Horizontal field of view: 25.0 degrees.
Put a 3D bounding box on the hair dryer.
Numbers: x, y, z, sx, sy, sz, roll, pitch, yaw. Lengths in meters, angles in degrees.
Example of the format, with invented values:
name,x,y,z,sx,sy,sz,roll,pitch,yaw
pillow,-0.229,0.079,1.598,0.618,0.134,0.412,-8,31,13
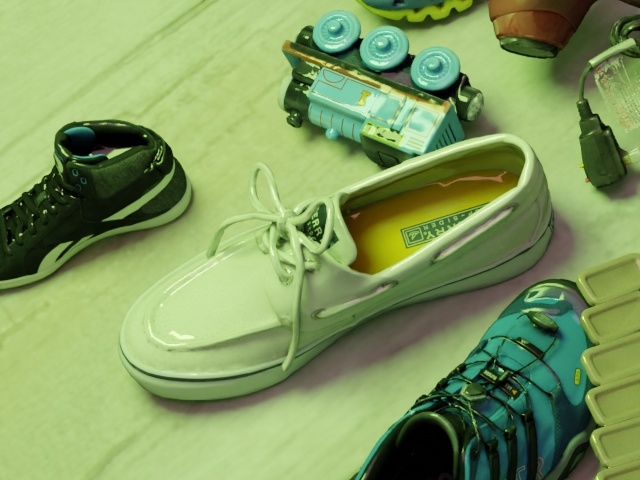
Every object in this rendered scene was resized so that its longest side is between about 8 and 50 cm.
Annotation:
name,x,y,z,sx,sy,sz,roll,pitch,yaw
hair dryer,0.249,-0.207,1.192,0.224,0.080,0.293,-28,91,-6

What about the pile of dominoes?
name,x,y,z,sx,sy,sz,roll,pitch,yaw
pile of dominoes,0.280,0.123,1.045,0.196,0.040,0.251,5,58,-8

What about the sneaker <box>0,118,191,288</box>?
name,x,y,z,sx,sy,sz,roll,pitch,yaw
sneaker,-0.225,-0.041,1.212,0.217,0.121,0.079,-23,58,-1

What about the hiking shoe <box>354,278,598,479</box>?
name,x,y,z,sx,sy,sz,roll,pitch,yaw
hiking shoe,0.116,0.141,1.025,0.113,0.132,0.304,26,68,24

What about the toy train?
name,x,y,z,sx,sy,sz,roll,pitch,yaw
toy train,0.045,-0.124,1.226,0.184,0.080,0.105,24,75,23

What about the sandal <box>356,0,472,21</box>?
name,x,y,z,sx,sy,sz,roll,pitch,yaw
sandal,0.156,-0.311,1.273,0.317,0.138,0.126,-31,61,-4

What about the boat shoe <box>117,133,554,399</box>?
name,x,y,z,sx,sy,sz,roll,pitch,yaw
boat shoe,0.004,0.007,1.113,0.367,0.156,0.136,-18,58,1
